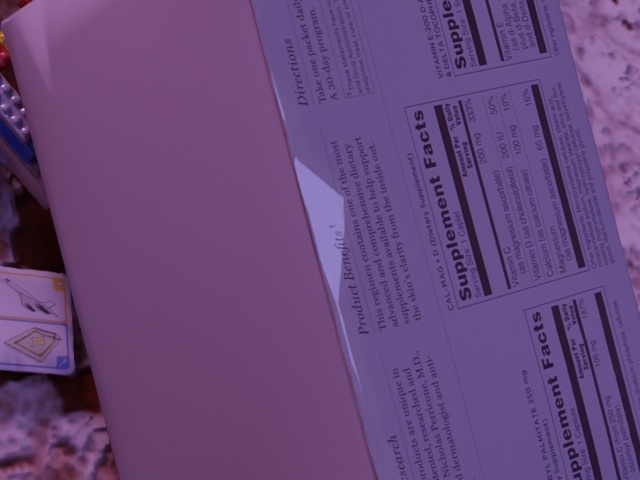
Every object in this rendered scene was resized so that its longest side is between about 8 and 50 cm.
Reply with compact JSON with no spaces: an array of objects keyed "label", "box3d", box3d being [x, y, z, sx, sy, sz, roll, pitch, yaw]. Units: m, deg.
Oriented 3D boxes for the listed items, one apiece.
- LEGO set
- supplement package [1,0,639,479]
[{"label":"LEGO set","box3d":[-0.119,-0.030,0.815,0.244,0.060,0.183,7,64,-30]},{"label":"supplement package","box3d":[0.000,0.000,0.747,0.145,0.204,0.262,-13,89,-34]}]
